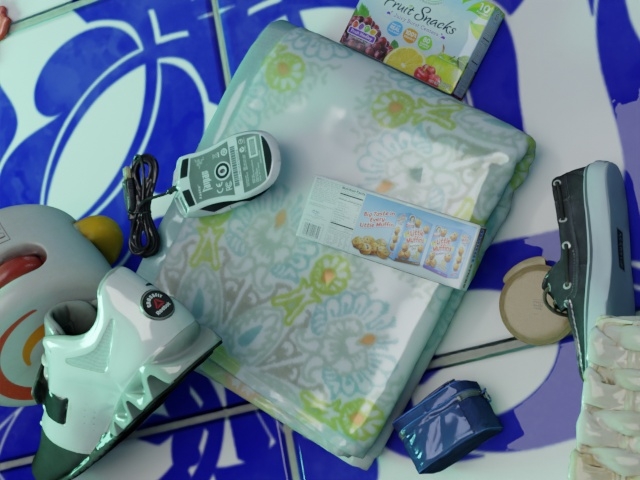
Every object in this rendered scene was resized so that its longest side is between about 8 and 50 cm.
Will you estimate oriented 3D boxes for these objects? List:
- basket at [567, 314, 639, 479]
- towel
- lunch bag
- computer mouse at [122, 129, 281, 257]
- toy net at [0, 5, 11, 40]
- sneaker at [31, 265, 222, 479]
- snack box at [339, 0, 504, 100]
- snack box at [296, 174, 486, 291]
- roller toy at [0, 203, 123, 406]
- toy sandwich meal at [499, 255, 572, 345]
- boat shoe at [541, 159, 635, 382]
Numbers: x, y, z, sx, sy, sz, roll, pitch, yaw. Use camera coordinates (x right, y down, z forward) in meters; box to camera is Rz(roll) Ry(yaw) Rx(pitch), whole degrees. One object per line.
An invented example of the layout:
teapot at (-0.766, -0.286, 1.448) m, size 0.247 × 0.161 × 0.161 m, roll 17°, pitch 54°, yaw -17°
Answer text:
basket at (0.376, 0.240, 1.235) m, size 0.331 × 0.266 × 0.328 m, roll 8°, pitch 85°, yaw 24°
towel at (0.000, 0.000, 1.547) m, size 0.320 × 0.090 × 0.374 m, roll 29°, pitch 95°, yaw 23°
lunch bag at (0.123, 0.173, 1.471) m, size 0.098 × 0.067 × 0.065 m, roll -36°, pitch 70°, yaw 15°
computer mouse at (-0.113, -0.054, 1.534) m, size 0.193 × 0.042 × 0.106 m, roll -15°, pitch 73°, yaw 27°
toy net at (-0.408, -0.312, 1.804) m, size 0.122 × 0.045 × 0.232 m, roll 23°, pitch 92°, yaw 26°
sneaker at (-0.230, 0.134, 1.555) m, size 0.146 × 0.122 × 0.330 m, roll 46°, pitch 132°, yaw 3°
snack box at (0.102, -0.216, 1.554) m, size 0.141 × 0.037 × 0.100 m, roll 28°, pitch 93°, yaw 26°
snack box at (0.065, -0.008, 1.458) m, size 0.178 × 0.022 × 0.064 m, roll 18°, pitch 90°, yaw 24°
roller toy at (-0.311, 0.063, 1.615) m, size 0.146 × 0.191 × 0.209 m, roll 51°, pitch 120°, yaw 36°
toy sandwich meal at (0.209, 0.060, 1.470) m, size 0.086 × 0.029 × 0.085 m, roll -1°, pitch 86°, yaw 14°
boat shoe at (0.241, 0.034, 1.416) m, size 0.076 × 0.080 × 0.228 m, roll -11°, pitch 65°, yaw 29°
